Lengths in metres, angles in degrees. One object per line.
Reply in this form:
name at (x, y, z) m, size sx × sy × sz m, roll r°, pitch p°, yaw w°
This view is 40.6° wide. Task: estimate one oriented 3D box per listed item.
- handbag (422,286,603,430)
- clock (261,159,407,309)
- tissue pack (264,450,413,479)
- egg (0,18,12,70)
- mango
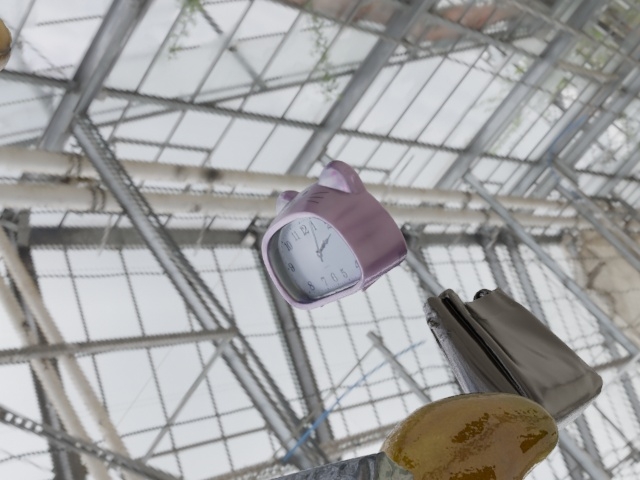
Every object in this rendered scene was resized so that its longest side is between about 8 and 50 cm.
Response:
handbag at (0.280, 0.178, 1.300) m, size 0.285 × 0.113 × 0.257 m, roll -3°, pitch -128°, yaw -54°
clock at (0.000, 0.000, 0.773) m, size 0.050 × 0.152 × 0.110 m, roll -34°, pitch -86°, yaw -34°
tissue pack at (-0.011, 0.222, 0.616) m, size 0.051 × 0.156 × 0.112 m, roll 43°, pitch -141°, yaw -28°
egg at (-0.362, -0.202, 0.898) m, size 0.071 × 0.071 × 0.083 m, roll 36°, pitch -152°, yaw -2°
mango at (0.152, 0.228, 0.914) m, size 0.227 × 0.099 × 0.136 m, roll -21°, pitch -123°, yaw -27°
